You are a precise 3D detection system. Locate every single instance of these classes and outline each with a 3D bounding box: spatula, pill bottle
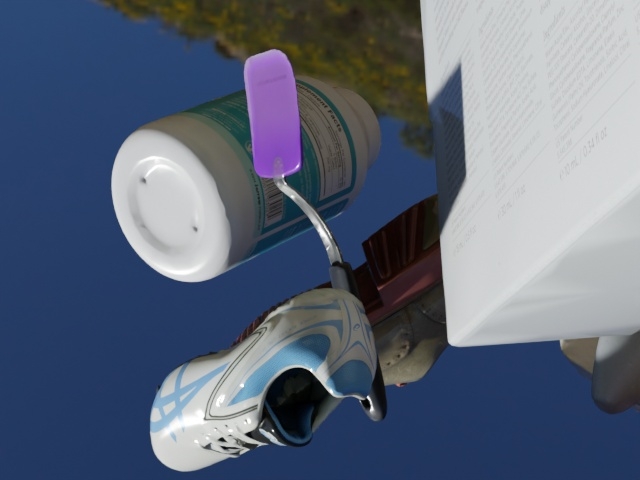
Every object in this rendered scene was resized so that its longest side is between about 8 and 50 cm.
[{"bbox_3d":[0.000,0.000,1.066,0.030,0.296,0.084,-25,-171,-27],"label":"spatula"},{"bbox_3d":[-0.055,-0.068,1.290,0.146,0.146,0.264,25,-149,29],"label":"pill bottle"}]

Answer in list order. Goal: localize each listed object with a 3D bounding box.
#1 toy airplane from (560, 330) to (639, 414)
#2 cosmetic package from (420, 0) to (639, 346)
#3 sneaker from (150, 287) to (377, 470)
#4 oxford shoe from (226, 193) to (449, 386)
[{"bbox_3d":[0.329,0.104,0.873,0.386,0.272,0.384,-11,-152,19],"label":"toy airplane"},{"bbox_3d":[0.114,-0.137,0.493,0.097,0.284,0.377,-4,166,-8],"label":"cosmetic package"},{"bbox_3d":[-0.048,0.115,0.968,0.085,0.237,0.086,18,-128,-30],"label":"sneaker"},{"bbox_3d":[0.028,0.105,1.258,0.130,0.348,0.123,46,-159,-25],"label":"oxford shoe"}]
